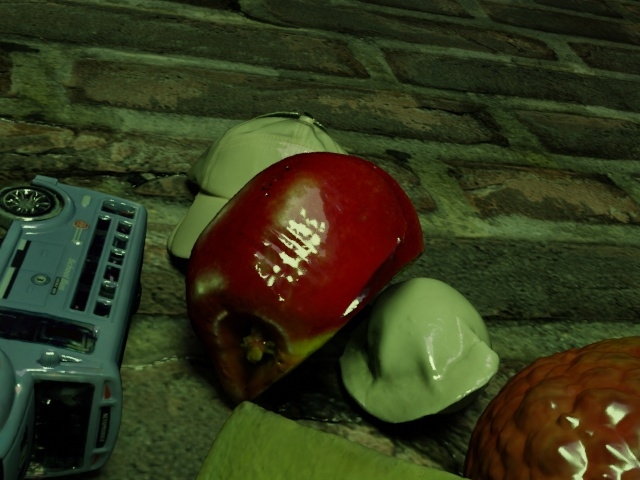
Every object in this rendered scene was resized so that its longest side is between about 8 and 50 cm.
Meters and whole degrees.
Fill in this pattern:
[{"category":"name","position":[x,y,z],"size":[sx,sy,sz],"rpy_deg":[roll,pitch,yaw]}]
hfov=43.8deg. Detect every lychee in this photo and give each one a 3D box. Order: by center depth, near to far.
[{"category":"lychee","position":[0.212,0.189,0.540],"size":[0.255,0.300,0.255],"rpy_deg":[-11,49,13]}]

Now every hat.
[{"category":"hat","position":[-0.053,-0.050,0.843],"size":[0.219,0.164,0.226],"rpy_deg":[18,15,1]}]

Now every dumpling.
[{"category":"dumpling","position":[0.087,0.098,0.738],"size":[0.150,0.092,0.176],"rpy_deg":[-11,45,-14]}]

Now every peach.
[{"category":"peach","position":[0.002,-0.001,0.698],"size":[0.267,0.154,0.159],"rpy_deg":[-35,89,-39]}]

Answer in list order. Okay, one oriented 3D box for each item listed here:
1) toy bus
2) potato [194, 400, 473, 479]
[{"category":"toy bus","position":[-0.207,0.076,0.601],"size":[0.133,0.126,0.292],"rpy_deg":[10,33,-11]},{"category":"potato","position":[0.015,0.193,0.475],"size":[0.112,0.269,0.255],"rpy_deg":[41,5,-30]}]
